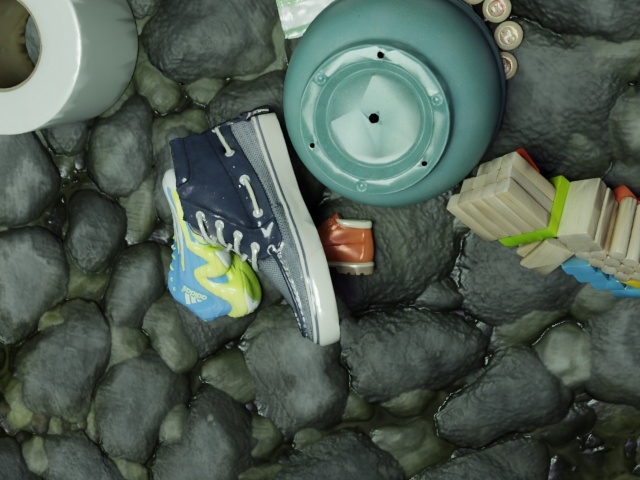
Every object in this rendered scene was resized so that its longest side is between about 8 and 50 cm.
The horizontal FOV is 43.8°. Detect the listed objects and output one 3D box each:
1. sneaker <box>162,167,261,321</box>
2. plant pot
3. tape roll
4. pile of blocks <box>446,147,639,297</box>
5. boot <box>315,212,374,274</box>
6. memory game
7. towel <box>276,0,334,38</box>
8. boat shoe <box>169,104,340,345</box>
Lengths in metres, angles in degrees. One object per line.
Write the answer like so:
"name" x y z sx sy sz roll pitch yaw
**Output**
"sneaker" -0.191 0.019 1.162 0.126 0.091 0.240 -26 98 18
"plant pot" 0.079 -0.164 0.983 0.293 0.196 0.293 5 111 12
"tape roll" -0.398 -0.275 1.093 0.246 0.169 0.246 3 104 13
"pile of blocks" 0.350 -0.020 1.035 0.362 0.149 0.113 24 65 -3
"boot" 0.000 0.000 1.134 0.158 0.059 0.085 4 100 5
"memory game" 0.172 -0.257 1.049 0.186 0.012 0.186 3 104 13
"towel" -0.011 -0.357 1.064 0.113 0.023 0.152 -12 99 13
"boat shoe" -0.093 -0.006 1.050 0.158 0.127 0.341 -16 69 -9
